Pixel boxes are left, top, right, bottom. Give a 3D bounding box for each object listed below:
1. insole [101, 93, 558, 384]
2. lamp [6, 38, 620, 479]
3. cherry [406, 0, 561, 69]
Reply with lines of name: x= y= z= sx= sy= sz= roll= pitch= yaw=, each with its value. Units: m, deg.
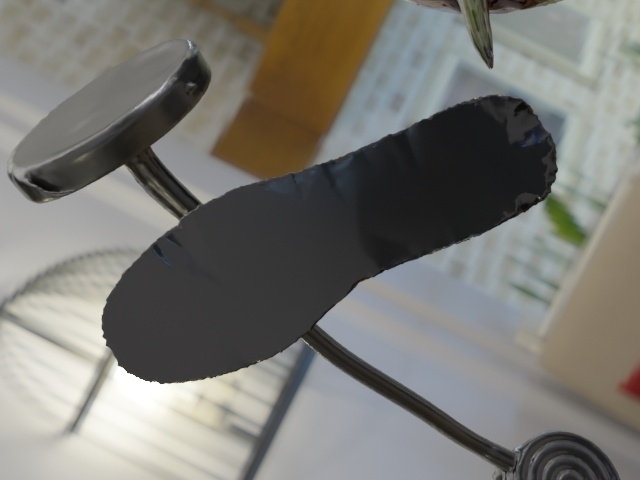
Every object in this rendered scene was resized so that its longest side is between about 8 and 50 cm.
insole: x=0.000 y=0.000 z=0.706 sx=0.188 sy=0.064 sz=0.004 roll=-26 pitch=4 yaw=14
lamp: x=0.018 y=0.037 z=0.958 sx=0.108 sy=0.371 sz=0.130 roll=-44 pitch=7 yaw=49
cherry: x=0.076 y=-0.234 z=0.973 sx=0.255 sy=0.218 sz=0.296 roll=11 pitch=-96 yaw=-48
